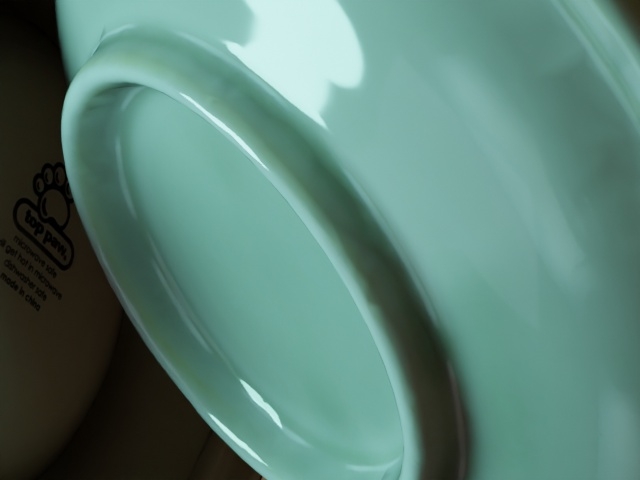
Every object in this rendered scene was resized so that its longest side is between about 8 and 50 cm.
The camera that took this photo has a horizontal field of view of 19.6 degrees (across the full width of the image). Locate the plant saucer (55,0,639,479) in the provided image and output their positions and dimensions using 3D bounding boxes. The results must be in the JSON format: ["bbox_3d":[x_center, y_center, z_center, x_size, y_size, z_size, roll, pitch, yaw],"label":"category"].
[{"bbox_3d":[0.000,0.000,0.729,0.400,0.100,0.400,41,152,28],"label":"plant saucer"}]

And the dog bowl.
[{"bbox_3d":[-0.171,0.010,0.924,0.150,0.408,0.408,4,135,31],"label":"dog bowl"}]
